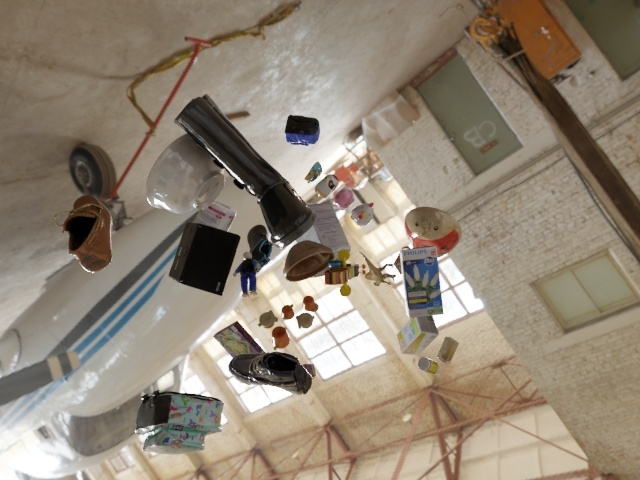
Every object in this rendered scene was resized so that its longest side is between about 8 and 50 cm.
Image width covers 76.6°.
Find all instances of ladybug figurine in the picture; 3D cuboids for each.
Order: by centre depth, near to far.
[{"bbox_3d":[0.591,-0.025,2.169,0.449,0.305,0.162,48,59,-58],"label":"ladybug figurine"}]

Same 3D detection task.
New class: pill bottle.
[{"bbox_3d":[0.514,0.592,1.901,0.065,0.116,0.065,-31,-136,36],"label":"pill bottle"},{"bbox_3d":[-0.528,-0.044,1.911,0.283,0.160,0.160,-61,175,7],"label":"pill bottle"}]

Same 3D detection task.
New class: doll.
[{"bbox_3d":[-0.298,0.132,1.642,0.129,0.189,0.046,-15,154,18],"label":"doll"}]

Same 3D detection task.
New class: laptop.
[{"bbox_3d":[-0.449,0.063,1.548,0.264,0.136,0.234,7,-102,55],"label":"laptop"}]

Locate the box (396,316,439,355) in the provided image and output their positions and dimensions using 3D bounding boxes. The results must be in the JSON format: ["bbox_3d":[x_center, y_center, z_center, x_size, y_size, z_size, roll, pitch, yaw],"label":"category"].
[{"bbox_3d":[0.474,0.464,1.993,0.114,0.103,0.203,-97,-154,-44],"label":"box"}]

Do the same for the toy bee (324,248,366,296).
[{"bbox_3d":[0.113,0.123,1.758,0.162,0.195,0.298,-2,-152,11],"label":"toy bee"}]

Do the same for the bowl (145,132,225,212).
[{"bbox_3d":[-0.410,-0.194,1.326,0.298,0.134,0.298,-53,172,-11],"label":"bowl"}]

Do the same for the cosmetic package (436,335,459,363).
[{"bbox_3d":[0.605,0.521,1.925,0.060,0.041,0.115,30,-78,55],"label":"cosmetic package"}]

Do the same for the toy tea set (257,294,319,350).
[{"bbox_3d":[-0.145,0.426,2.107,0.336,0.200,0.124,-23,141,-17],"label":"toy tea set"}]

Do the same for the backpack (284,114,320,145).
[{"bbox_3d":[-0.060,-0.398,1.475,0.120,0.098,0.101,4,158,8],"label":"backpack"}]

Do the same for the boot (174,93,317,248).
[{"bbox_3d":[-0.214,-0.206,1.138,0.146,0.445,0.367,-39,-162,2],"label":"boot"}]

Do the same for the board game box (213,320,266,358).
[{"bbox_3d":[-0.412,0.610,2.224,0.208,0.347,0.056,-33,-169,31],"label":"board game box"}]

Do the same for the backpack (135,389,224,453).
[{"bbox_3d":[-0.451,0.599,1.339,0.253,0.191,0.225,18,143,-39],"label":"backpack"}]

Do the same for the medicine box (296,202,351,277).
[{"bbox_3d":[0.000,0.000,2.065,0.149,0.289,0.263,-8,152,-26],"label":"medicine box"}]

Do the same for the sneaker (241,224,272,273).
[{"bbox_3d":[-0.288,0.029,2.009,0.139,0.125,0.341,-33,-146,24],"label":"sneaker"}]

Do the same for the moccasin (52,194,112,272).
[{"bbox_3d":[-0.818,-0.049,1.400,0.139,0.380,0.147,-29,136,0],"label":"moccasin"}]

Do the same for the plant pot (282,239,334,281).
[{"bbox_3d":[-0.066,0.074,1.767,0.237,0.110,0.237,-22,156,-10],"label":"plant pot"}]

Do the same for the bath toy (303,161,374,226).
[{"bbox_3d":[0.093,-0.198,1.766,0.151,0.348,0.129,-53,-178,-41],"label":"bath toy"}]

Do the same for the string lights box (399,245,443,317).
[{"bbox_3d":[0.386,0.156,1.558,0.133,0.260,0.077,-7,-179,3],"label":"string lights box"}]

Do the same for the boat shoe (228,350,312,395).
[{"bbox_3d":[-0.201,0.445,1.452,0.340,0.158,0.127,4,-133,21],"label":"boat shoe"}]

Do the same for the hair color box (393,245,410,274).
[{"bbox_3d":[0.408,0.095,1.968,0.043,0.072,0.141,-20,-160,41],"label":"hair color box"}]

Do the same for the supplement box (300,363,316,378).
[{"bbox_3d":[-0.067,0.563,1.738,0.083,0.055,0.043,7,136,-23],"label":"supplement box"}]

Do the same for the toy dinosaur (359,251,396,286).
[{"bbox_3d":[0.174,0.099,1.210,0.092,0.183,0.053,-8,-128,19],"label":"toy dinosaur"}]
